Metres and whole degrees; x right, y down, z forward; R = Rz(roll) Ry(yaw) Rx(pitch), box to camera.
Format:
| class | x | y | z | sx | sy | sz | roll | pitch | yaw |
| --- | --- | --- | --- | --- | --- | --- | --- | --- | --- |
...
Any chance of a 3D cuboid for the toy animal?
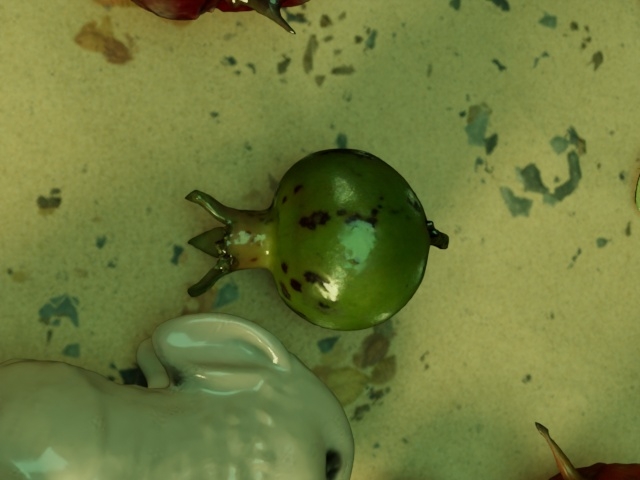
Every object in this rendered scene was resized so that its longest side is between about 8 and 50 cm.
| class | x | y | z | sx | sy | sz | roll | pitch | yaw |
| --- | --- | --- | --- | --- | --- | --- | --- | --- | --- |
| toy animal | -0.144 | 0.168 | 1.101 | 0.357 | 0.194 | 0.258 | -13 | 68 | -30 |

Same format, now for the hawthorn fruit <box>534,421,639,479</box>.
| class | x | y | z | sx | sy | sz | roll | pitch | yaw |
| --- | --- | --- | --- | --- | --- | --- | --- | --- | --- |
| hawthorn fruit | 0.248 | 0.265 | 1.180 | 0.207 | 0.207 | 0.243 | -25 | 89 | -14 |

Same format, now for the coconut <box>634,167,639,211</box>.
| class | x | y | z | sx | sy | sz | roll | pitch | yaw |
| --- | --- | --- | --- | --- | --- | --- | --- | --- | --- |
| coconut | 0.375 | -0.068 | 1.292 | 0.158 | 0.055 | 0.133 | -17 | 95 | -16 |

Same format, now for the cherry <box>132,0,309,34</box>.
| class | x | y | z | sx | sy | sz | roll | pitch | yaw |
| --- | --- | --- | --- | --- | --- | --- | --- | --- | --- |
| cherry | -0.083 | -0.304 | 1.101 | 0.230 | 0.203 | 0.300 | -10 | 78 | -11 |

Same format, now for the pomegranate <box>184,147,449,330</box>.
| class | x | y | z | sx | sy | sz | roll | pitch | yaw |
| --- | --- | --- | --- | --- | --- | --- | --- | --- | --- |
| pomegranate | -0.009 | 0.000 | 1.157 | 0.220 | 0.156 | 0.156 | 0 | 89 | 16 |
